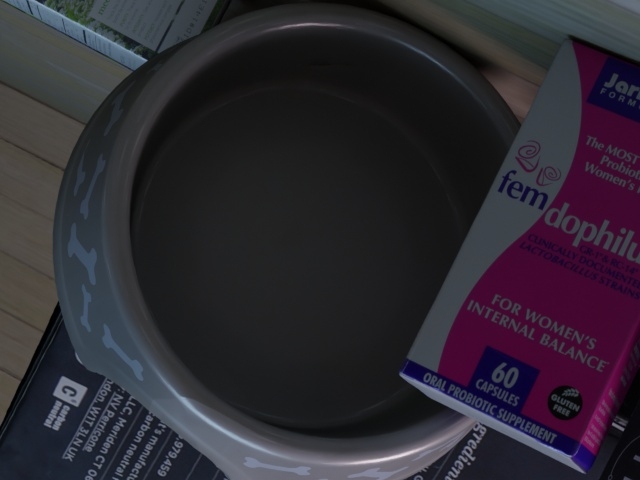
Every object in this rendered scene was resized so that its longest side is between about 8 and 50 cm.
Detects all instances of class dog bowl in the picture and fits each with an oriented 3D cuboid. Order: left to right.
[{"bbox_3d":[0.000,0.000,0.931,0.348,0.349,0.102,28,163,-9],"label":"dog bowl"}]

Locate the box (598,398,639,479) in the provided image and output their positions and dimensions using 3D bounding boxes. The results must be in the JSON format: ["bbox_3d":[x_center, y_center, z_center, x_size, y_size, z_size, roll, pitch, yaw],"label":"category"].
[{"bbox_3d":[0.308,0.112,0.856,0.163,0.247,0.142,30,177,-26],"label":"box"}]

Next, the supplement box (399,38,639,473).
[{"bbox_3d":[0.151,0.012,0.818,0.111,0.220,0.114,24,174,20],"label":"supplement box"}]

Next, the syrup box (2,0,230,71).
[{"bbox_3d":[-0.190,-0.212,1.068,0.236,0.093,0.096,28,176,-6],"label":"syrup box"}]

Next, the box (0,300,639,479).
[{"bbox_3d":[0.008,0.094,1.251,0.471,0.297,0.480,26,-163,-9],"label":"box"}]
